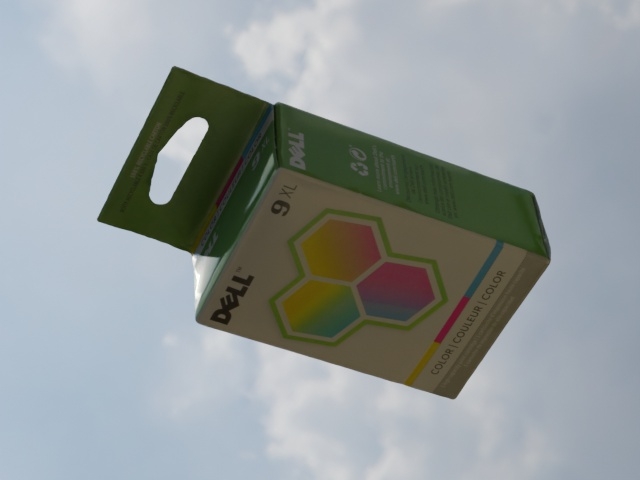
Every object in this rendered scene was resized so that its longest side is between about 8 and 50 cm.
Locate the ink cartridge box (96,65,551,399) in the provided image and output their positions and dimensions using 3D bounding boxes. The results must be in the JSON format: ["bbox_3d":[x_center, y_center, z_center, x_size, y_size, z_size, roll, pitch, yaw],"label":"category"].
[{"bbox_3d":[0.000,0.000,0.937,0.209,0.062,0.109,19,-55,-17],"label":"ink cartridge box"}]
